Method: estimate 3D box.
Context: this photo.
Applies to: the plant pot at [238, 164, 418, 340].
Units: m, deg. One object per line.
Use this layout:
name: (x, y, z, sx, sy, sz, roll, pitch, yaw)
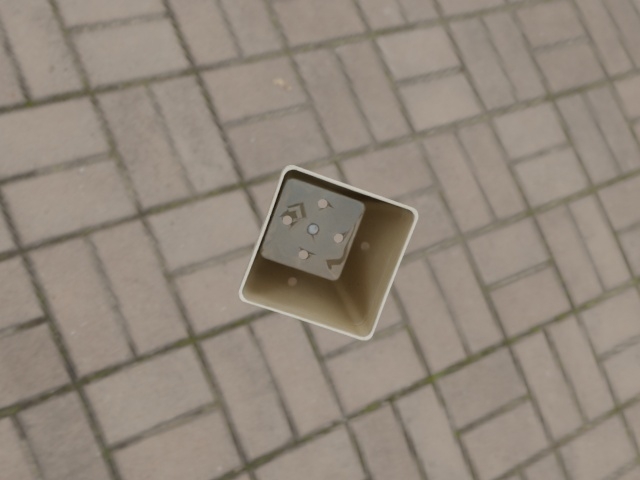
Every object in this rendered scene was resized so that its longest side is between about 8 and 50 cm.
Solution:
plant pot: (0.000, 0.000, 0.962, 0.109, 0.096, 0.109, 19, 100, -11)
